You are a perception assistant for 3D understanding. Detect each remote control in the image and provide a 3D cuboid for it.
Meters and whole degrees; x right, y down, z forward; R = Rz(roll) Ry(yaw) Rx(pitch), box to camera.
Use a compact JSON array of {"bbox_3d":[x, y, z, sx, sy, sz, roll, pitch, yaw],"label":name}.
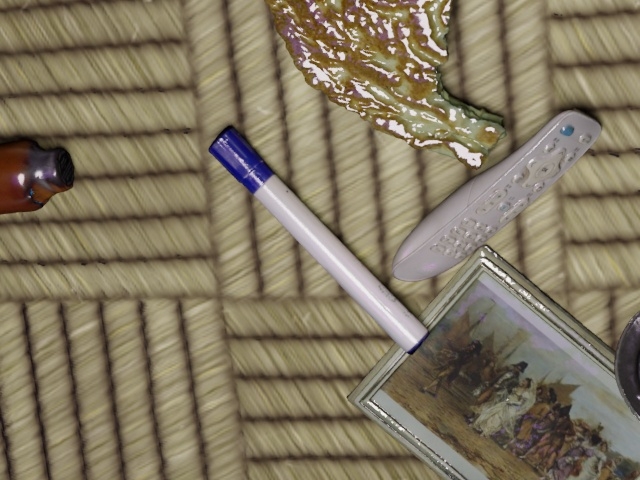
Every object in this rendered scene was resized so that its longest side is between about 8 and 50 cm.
[{"bbox_3d":[0.149,-0.041,1.569,0.229,0.073,0.044,-43,57,21],"label":"remote control"}]

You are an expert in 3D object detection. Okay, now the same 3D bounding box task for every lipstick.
[{"bbox_3d":[-0.438,-0.041,1.711,0.419,0.077,0.077,-7,105,15],"label":"lipstick"}]

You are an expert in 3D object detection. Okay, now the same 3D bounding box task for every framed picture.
[{"bbox_3d":[0.188,0.163,1.644,0.274,0.017,0.217,38,112,1],"label":"framed picture"}]

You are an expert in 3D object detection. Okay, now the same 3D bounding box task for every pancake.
[{"bbox_3d":[0.050,-0.229,1.539,0.197,0.054,0.376,-22,102,21],"label":"pancake"}]

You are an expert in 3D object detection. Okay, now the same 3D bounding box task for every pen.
[{"bbox_3d":[0.000,0.000,1.625,0.269,0.033,0.033,45,112,1],"label":"pen"}]

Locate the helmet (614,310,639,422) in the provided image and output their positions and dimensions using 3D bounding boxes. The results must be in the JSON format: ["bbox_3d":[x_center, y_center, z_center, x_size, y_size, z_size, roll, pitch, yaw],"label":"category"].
[{"bbox_3d":[0.358,0.112,1.539,0.177,0.107,0.153,26,116,26],"label":"helmet"}]
